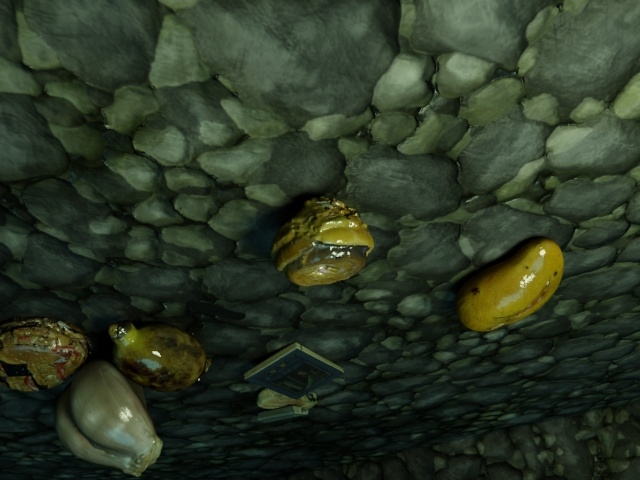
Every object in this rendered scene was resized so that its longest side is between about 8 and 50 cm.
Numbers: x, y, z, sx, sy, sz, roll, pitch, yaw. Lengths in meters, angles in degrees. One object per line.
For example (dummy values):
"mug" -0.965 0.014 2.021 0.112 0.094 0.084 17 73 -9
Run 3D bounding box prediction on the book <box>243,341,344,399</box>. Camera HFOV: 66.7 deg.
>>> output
"book" -0.073 0.397 1.453 0.191 0.025 0.269 -34 138 13

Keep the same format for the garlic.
"garlic" -0.511 0.377 1.198 0.246 0.340 0.231 8 114 -23

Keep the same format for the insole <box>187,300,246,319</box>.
"insole" -0.245 0.167 1.156 0.153 0.002 0.053 20 136 -33

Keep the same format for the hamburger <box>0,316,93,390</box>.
"hamburger" -0.655 0.264 1.135 0.231 0.106 0.231 -3 137 -2

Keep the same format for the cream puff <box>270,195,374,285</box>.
"cream puff" 0.000 0.000 0.863 0.189 0.129 0.189 -11 156 -5

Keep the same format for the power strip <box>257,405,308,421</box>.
"power strip" -0.125 0.589 1.655 0.060 0.027 0.253 23 144 -36

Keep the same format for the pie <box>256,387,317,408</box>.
"pie" -0.127 0.544 1.655 0.185 0.052 0.218 -25 143 21

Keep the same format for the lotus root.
"lotus root" -0.389 0.279 1.167 0.170 0.141 0.314 -19 141 22

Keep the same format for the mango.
"mango" 0.432 0.113 1.103 0.177 0.120 0.295 13 139 -29
